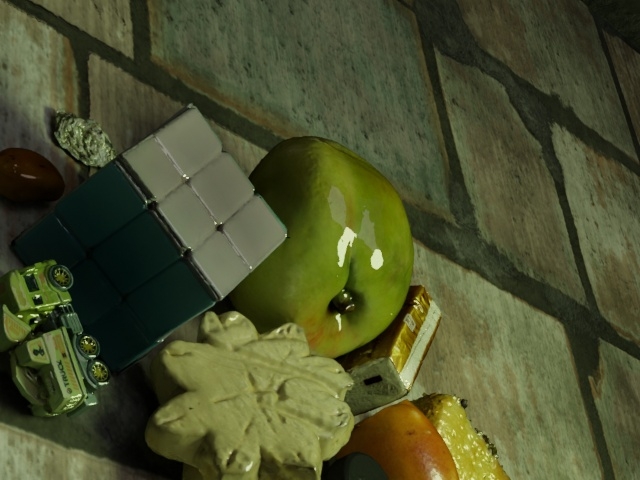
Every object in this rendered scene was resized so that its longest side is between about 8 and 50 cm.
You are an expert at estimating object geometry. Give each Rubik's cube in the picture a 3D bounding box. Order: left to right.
[{"bbox_3d":[-0.218,-0.003,1.753,0.224,0.231,0.221,52,31,-6],"label":"Rubik's cube"}]

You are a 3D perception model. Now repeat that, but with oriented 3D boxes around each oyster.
[{"bbox_3d":[-0.332,-0.142,1.901,0.100,0.037,0.098,13,52,-49],"label":"oyster"}]

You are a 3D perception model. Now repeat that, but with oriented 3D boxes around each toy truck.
[{"bbox_3d":[-0.341,0.124,1.609,0.116,0.085,0.191,-10,73,-52],"label":"toy truck"}]

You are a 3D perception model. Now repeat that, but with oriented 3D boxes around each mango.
[{"bbox_3d":[-0.382,-0.082,1.756,0.114,0.060,0.080,16,34,-45],"label":"mango"},{"bbox_3d":[0.127,0.373,1.926,0.138,0.187,0.257,2,50,-52],"label":"mango"}]

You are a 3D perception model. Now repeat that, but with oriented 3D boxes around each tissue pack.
[{"bbox_3d":[0.078,0.176,2.052,0.092,0.183,0.226,58,30,-17],"label":"tissue pack"}]

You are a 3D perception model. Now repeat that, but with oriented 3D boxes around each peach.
[{"bbox_3d":[-0.001,0.008,1.978,0.282,0.314,0.315,13,23,-20],"label":"peach"}]

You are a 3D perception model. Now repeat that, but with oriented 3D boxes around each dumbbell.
[{"bbox_3d":[-0.004,0.358,1.768,0.100,0.191,0.100,36,38,-34],"label":"dumbbell"}]

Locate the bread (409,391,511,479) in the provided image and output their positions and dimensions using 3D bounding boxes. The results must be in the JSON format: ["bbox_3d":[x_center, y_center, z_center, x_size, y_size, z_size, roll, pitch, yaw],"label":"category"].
[{"bbox_3d":[0.186,0.375,2.059,0.260,0.160,0.147,60,37,-7],"label":"bread"}]

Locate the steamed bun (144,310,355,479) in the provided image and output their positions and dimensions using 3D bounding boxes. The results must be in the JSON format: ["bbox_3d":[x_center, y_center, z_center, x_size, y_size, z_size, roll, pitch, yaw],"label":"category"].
[{"bbox_3d":[-0.099,0.239,1.755,0.292,0.137,0.295,-20,53,-37],"label":"steamed bun"}]
